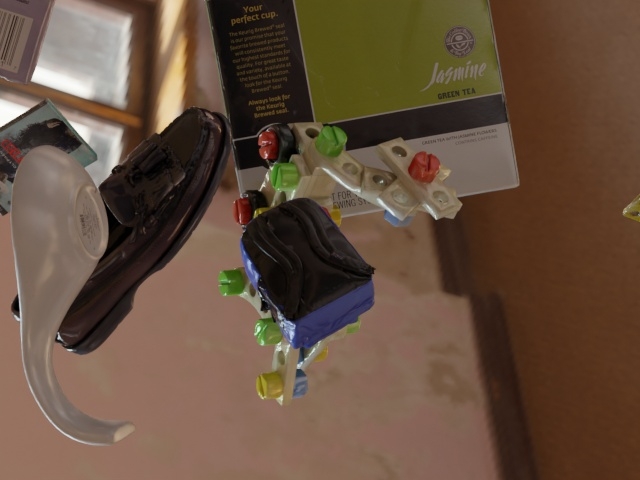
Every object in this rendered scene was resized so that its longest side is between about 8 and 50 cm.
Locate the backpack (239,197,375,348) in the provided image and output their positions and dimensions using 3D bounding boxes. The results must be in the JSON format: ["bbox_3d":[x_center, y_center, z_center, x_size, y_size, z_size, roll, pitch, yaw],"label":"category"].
[{"bbox_3d":[-0.020,0.031,1.231,0.120,0.098,0.101,55,160,26],"label":"backpack"}]

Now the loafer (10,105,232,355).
[{"bbox_3d":[-0.204,-0.014,1.369,0.302,0.095,0.109,-54,40,14],"label":"loafer"}]

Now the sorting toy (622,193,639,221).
[{"bbox_3d":[0.471,-0.041,1.509,0.274,0.132,0.046,-24,41,44],"label":"sorting toy"}]

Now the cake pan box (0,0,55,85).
[{"bbox_3d":[-0.282,-0.260,0.919,0.070,0.266,0.246,-117,44,-69],"label":"cake pan box"}]

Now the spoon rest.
[{"bbox_3d":[-0.236,0.051,1.227,0.137,0.084,0.276,-14,-84,-74],"label":"spoon rest"}]

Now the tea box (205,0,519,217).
[{"bbox_3d":[0.045,-0.196,1.655,0.220,0.328,0.324,-102,3,-86],"label":"tea box"}]

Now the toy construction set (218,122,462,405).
[{"bbox_3d":[0.000,0.000,1.432,0.328,0.151,0.215,-51,47,32],"label":"toy construction set"}]

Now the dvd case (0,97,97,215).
[{"bbox_3d":[-0.298,-0.083,1.354,0.119,0.087,0.013,-28,40,10],"label":"dvd case"}]
